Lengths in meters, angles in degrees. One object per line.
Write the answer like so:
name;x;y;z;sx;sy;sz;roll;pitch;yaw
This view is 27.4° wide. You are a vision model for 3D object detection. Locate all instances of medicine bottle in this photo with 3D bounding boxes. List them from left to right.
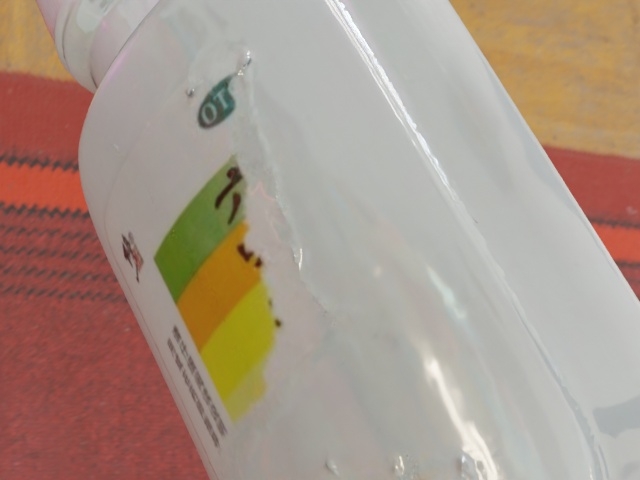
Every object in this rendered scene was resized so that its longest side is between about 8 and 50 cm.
medicine bottle;0.000;0.000;0.448;0.111;0.161;0.296;-4;59;-42
